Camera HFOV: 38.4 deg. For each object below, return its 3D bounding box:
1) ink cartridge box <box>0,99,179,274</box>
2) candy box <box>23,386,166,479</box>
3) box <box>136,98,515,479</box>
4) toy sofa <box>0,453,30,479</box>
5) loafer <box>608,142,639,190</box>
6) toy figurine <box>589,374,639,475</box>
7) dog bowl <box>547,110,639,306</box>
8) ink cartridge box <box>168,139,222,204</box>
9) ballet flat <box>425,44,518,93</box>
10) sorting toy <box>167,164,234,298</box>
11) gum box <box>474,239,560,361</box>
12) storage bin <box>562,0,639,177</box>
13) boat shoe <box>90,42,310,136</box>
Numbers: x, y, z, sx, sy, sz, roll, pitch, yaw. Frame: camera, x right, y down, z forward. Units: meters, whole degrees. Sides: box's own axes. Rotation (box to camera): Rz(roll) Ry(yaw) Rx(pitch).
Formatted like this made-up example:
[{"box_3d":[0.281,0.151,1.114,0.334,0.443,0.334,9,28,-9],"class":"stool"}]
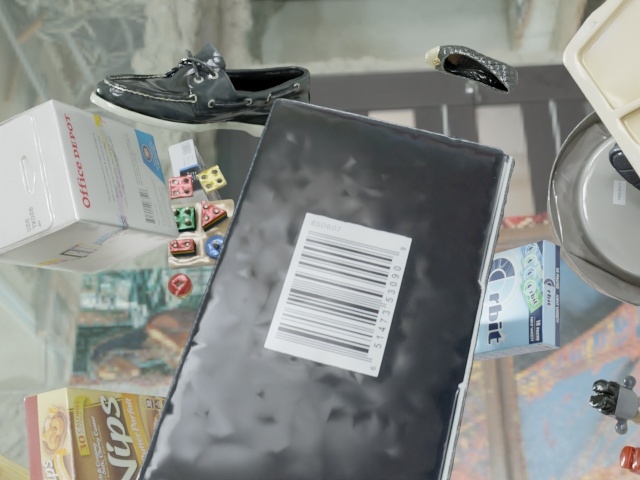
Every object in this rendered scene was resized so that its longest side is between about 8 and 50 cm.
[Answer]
[{"box_3d":[-0.343,-0.065,1.270,0.232,0.168,0.171,16,-124,-65],"class":"ink cartridge box"},{"box_3d":[-0.333,0.340,1.468,0.316,0.087,0.183,29,-132,-65],"class":"candy box"},{"box_3d":[0.012,0.173,1.132,0.472,0.297,0.480,93,-168,-61],"class":"box"},{"box_3d":[-0.543,0.488,1.338,0.177,0.150,0.362,-61,2,25],"class":"toy sofa"},{"box_3d":[0.572,-0.090,1.362,0.095,0.302,0.109,-63,3,-16],"class":"loafer"},{"box_3d":[0.565,0.273,1.471,0.213,0.148,0.209,-54,29,24],"class":"toy figurine"},{"box_3d":[0.528,-0.055,1.477,0.102,0.348,0.349,95,173,-80],"class":"dog bowl"},{"box_3d":[-0.253,-0.058,2.090,0.333,0.065,0.165,71,180,-52],"class":"ink cartridge box"},{"box_3d":[0.267,-0.306,1.628,0.049,0.173,0.057,-58,-19,-43],"class":"ballet flat"},{"box_3d":[-0.235,-0.027,1.794,0.046,0.132,0.274,80,-175,-69],"class":"sorting toy"},{"box_3d":[0.282,0.096,1.402,0.184,0.041,0.157,-19,59,51],"class":"gum box"},{"box_3d":[0.329,-0.068,0.689,0.262,0.123,0.260,0,-123,-55],"class":"storage bin"},{"box_3d":[-0.148,-0.214,1.269,0.127,0.340,0.113,44,123,48],"class":"boat shoe"}]
